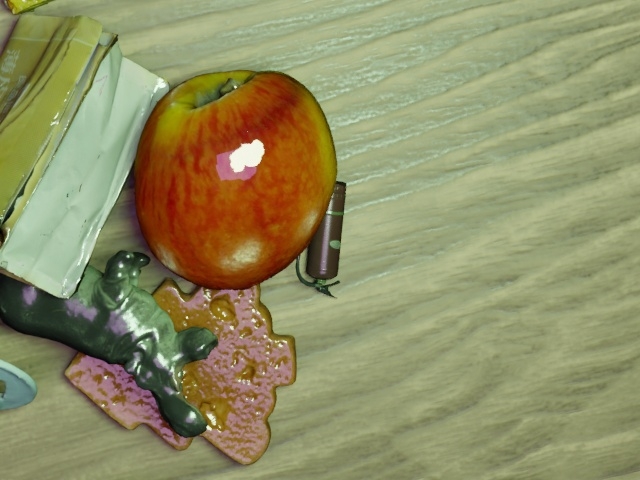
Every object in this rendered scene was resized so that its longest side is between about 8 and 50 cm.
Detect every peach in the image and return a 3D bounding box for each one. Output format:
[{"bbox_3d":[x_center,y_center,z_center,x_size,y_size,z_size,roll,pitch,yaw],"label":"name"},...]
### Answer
[{"bbox_3d":[-0.099,-0.073,1.532,0.281,0.238,0.281,-16,114,-38],"label":"peach"}]

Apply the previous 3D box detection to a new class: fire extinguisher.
[{"bbox_3d":[0.000,0.000,1.636,0.078,0.045,0.157,-1,100,-39],"label":"fire extinguisher"}]

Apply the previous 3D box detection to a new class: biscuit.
[{"bbox_3d":[-0.185,0.162,1.652,0.306,0.043,0.284,-2,98,-2],"label":"biscuit"}]

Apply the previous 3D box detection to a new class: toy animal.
[{"bbox_3d":[-0.256,0.098,1.567,0.343,0.106,0.168,32,90,8],"label":"toy animal"}]

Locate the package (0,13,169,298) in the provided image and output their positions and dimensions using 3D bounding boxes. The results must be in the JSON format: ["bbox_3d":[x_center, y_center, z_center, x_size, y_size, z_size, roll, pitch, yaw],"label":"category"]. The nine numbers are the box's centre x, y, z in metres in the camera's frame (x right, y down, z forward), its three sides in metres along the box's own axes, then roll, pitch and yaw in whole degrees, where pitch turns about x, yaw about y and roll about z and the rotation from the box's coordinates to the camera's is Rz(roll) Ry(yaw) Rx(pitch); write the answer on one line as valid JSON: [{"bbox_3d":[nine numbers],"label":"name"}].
[{"bbox_3d":[-0.348,-0.118,1.486,0.221,0.165,0.311,23,79,11],"label":"package"}]

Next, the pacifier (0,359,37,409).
[{"bbox_3d":[-0.494,0.132,1.577,0.287,0.238,0.226,12,66,-7],"label":"pacifier"}]

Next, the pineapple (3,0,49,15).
[{"bbox_3d":[-0.311,-0.383,1.552,0.233,0.079,0.135,-21,96,-1],"label":"pineapple"}]
